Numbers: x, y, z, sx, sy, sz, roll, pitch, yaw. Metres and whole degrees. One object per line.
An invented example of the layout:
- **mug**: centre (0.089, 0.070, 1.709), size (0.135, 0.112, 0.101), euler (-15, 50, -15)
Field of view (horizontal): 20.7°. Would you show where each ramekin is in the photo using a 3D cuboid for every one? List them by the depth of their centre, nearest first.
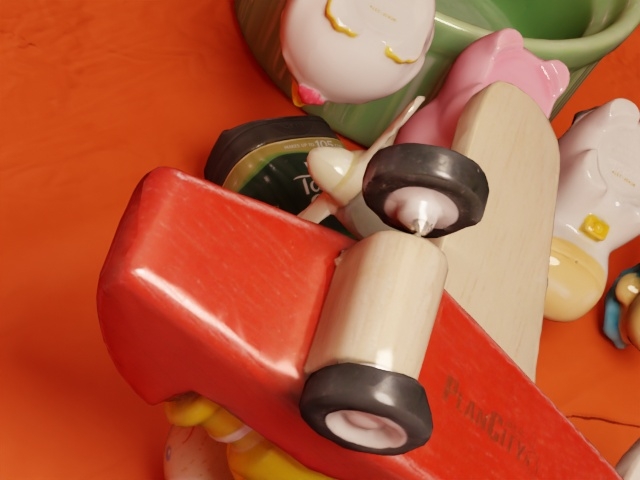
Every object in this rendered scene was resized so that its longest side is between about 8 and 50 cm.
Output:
- **ramekin**: centre (0.082, -0.197, 1.329), size (0.303, 0.148, 0.303), euler (15, 43, -15)

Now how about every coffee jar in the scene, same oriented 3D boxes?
- **coffee jar**: centre (0.000, 0.000, 1.140), size (0.096, 0.079, 0.184), euler (-9, 53, -36)

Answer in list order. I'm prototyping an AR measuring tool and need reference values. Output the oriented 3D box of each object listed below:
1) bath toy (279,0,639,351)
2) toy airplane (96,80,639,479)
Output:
- **bath toy**: centre (0.110, -0.058, 1.163), size (0.348, 0.129, 0.151), euler (36, 66, -15)
- **toy airplane**: centre (0.042, 0.121, 0.944), size (0.386, 0.272, 0.384), euler (-21, 99, -51)
